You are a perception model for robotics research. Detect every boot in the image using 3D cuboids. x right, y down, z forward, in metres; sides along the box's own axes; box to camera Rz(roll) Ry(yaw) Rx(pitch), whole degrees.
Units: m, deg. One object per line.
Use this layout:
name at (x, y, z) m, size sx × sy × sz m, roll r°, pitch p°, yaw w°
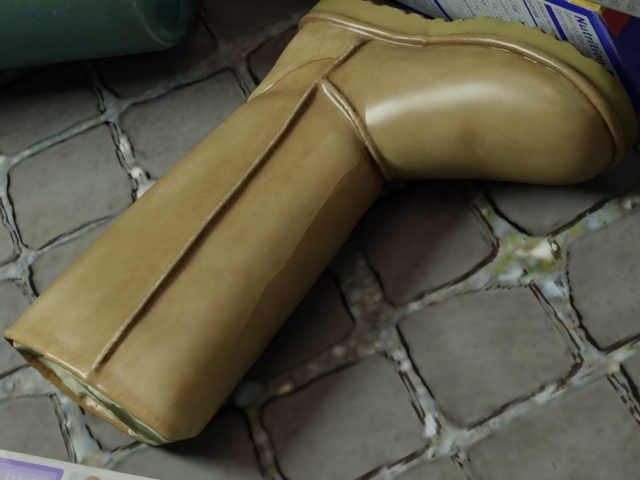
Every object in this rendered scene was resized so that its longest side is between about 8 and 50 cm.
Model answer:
boot at (0.000, 0.000, 0.713) m, size 0.236 × 0.089 × 0.269 m, roll 19°, pitch 61°, yaw 44°

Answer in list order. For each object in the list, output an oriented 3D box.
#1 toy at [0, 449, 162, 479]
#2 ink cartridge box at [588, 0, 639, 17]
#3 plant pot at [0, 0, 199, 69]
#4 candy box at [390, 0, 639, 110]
toy at (-0.084, 0.164, 0.626) m, size 0.237 × 0.056 × 0.137 m, roll 4°, pitch 56°, yaw 23°
ink cartridge box at (0.268, -0.213, 0.581) m, size 0.384 × 0.160 × 0.279 m, roll 18°, pitch 86°, yaw 5°
plant pot at (-0.255, -0.240, 0.857) m, size 0.334 × 0.341 × 0.341 m, roll -1°, pitch 52°, yaw 9°
candy box at (0.124, -0.260, 0.803) m, size 0.317 × 0.122 × 0.268 m, roll 31°, pitch 86°, yaw 36°
